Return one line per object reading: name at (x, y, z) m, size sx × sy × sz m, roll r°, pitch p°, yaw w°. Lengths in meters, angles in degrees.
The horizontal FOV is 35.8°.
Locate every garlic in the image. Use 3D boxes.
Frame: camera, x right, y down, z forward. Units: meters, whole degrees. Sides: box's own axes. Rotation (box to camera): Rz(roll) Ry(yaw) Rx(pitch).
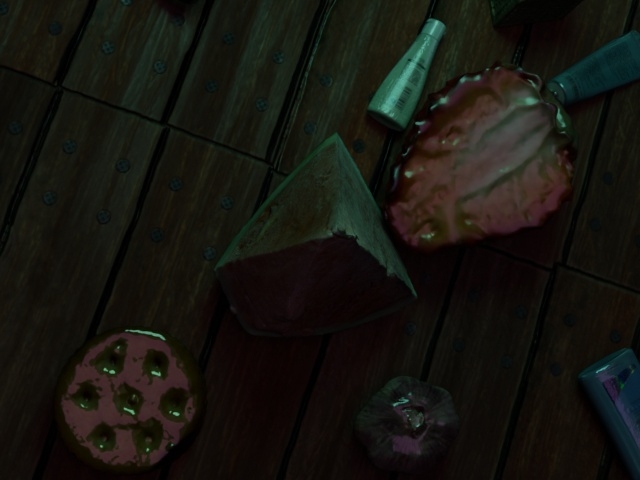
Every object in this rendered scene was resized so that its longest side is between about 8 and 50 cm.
garlic at (0.131, 0.277, 1.476) m, size 0.159 × 0.102 × 0.147 m, roll -10°, pitch 86°, yaw -12°

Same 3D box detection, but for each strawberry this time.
strawberry at (0.234, -0.116, 1.540) m, size 0.336 × 0.149 × 0.265 m, roll -38°, pitch 97°, yaw -4°

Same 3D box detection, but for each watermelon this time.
watermelon at (-0.020, -0.016, 1.424) m, size 0.283 × 0.292 × 0.250 m, roll -26°, pitch 58°, yaw -17°

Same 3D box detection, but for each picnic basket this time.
picnic basket at (0.346, -0.465, 1.598) m, size 0.134 × 0.154 × 0.196 m, roll -8°, pitch 83°, yaw -13°

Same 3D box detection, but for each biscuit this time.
biscuit at (-0.270, 0.229, 1.420) m, size 0.221 × 0.066 × 0.220 m, roll 2°, pitch 82°, yaw -12°

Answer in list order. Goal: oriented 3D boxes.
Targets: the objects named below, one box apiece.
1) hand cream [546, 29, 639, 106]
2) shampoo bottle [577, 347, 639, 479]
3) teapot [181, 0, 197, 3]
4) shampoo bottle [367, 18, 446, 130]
hand cream at (0.463, -0.281, 1.657) m, size 0.224 × 0.048 × 0.083 m, roll -26°, pitch 88°, yaw -20°
shampoo bottle at (0.509, 0.306, 1.569) m, size 0.104 × 0.061 × 0.258 m, roll -28°, pitch 89°, yaw -14°
teapot at (-0.194, -0.501, 1.506) m, size 0.183 × 0.173 × 0.269 m, roll 23°, pitch 101°, yaw 25°
shampoo bottle at (0.145, -0.270, 1.587) m, size 0.069 × 0.041 × 0.190 m, roll 28°, pitch 77°, yaw -1°
